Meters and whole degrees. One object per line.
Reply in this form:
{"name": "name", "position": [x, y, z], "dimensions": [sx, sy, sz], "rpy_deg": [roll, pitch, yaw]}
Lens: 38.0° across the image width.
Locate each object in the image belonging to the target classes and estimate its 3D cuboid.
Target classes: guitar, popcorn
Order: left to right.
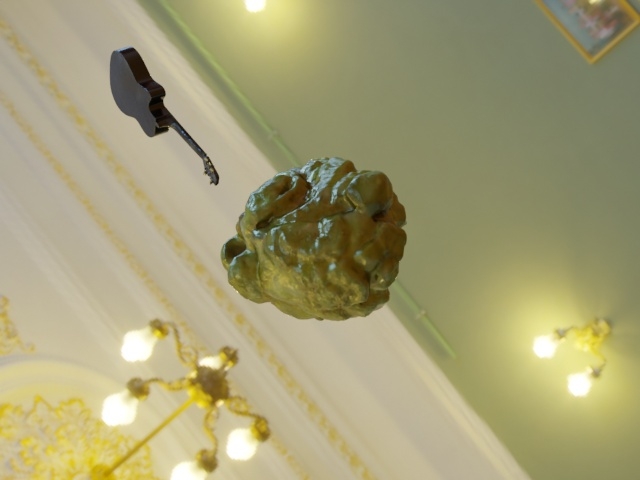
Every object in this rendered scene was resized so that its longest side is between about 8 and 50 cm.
{"name": "guitar", "position": [-0.188, -0.143, 1.119], "dimensions": [0.025, 0.088, 0.233], "rpy_deg": [-24, -123, -31]}
{"name": "popcorn", "position": [0.000, 0.000, 1.272], "dimensions": [0.235, 0.241, 0.250], "rpy_deg": [33, 173, -18]}
